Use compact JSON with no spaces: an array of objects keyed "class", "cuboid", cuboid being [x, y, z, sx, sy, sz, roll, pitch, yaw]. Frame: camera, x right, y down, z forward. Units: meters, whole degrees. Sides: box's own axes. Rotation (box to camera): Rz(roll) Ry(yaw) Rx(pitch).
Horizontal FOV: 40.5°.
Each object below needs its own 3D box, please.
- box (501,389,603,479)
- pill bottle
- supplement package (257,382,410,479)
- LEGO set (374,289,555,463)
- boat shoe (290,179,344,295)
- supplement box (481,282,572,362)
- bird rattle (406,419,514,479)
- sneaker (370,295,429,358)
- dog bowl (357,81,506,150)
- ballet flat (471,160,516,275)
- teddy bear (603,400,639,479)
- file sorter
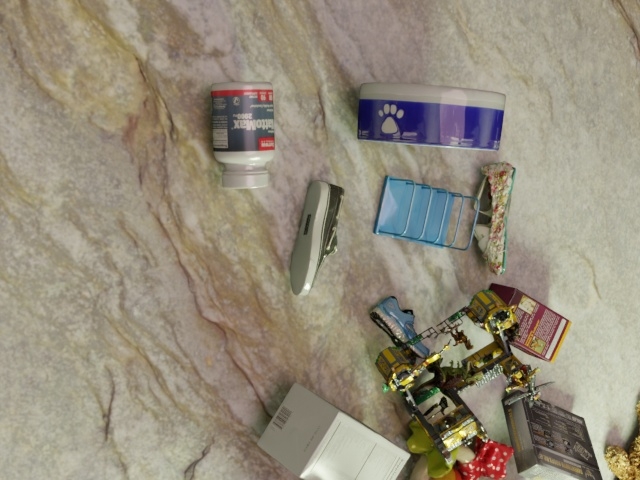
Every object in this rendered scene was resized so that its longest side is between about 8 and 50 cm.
[{"class":"box","cuboid":[0.508,0.446,1.894,0.231,0.056,0.183,25,41,-30]},{"class":"pill bottle","cuboid":[-0.133,-0.183,1.502,0.108,0.108,0.180,-6,100,-28]},{"class":"supplement package","cuboid":[0.028,0.389,1.613,0.244,0.134,0.139,40,79,-41]},{"class":"LEGO set","cuboid":[0.289,0.273,1.672,0.332,0.192,0.254,-25,129,-11]},{"class":"boat shoe","cuboid":[0.000,0.000,1.614,0.070,0.078,0.219,14,88,-28]},{"class":"supplement box","cuboid":[0.437,0.178,1.869,0.188,0.081,0.104,29,83,-28]},{"class":"bird rattle","cuboid":[0.272,0.479,1.823,0.254,0.143,0.206,26,95,-41]},{"class":"sneaker","cuboid":[0.174,0.175,1.739,0.073,0.063,0.162,-49,116,-18]},{"class":"dog bowl","cuboid":[0.200,-0.225,1.587,0.265,0.265,0.104,1,98,-28]},{"class":"ballet flat","cuboid":[0.356,-0.048,1.810,0.077,0.091,0.240,6,89,1]},{"class":"teddy bear","cuboid":[0.804,0.540,2.098,0.245,0.113,0.338,46,74,-23]},{"class":"file sorter","cuboid":[0.212,-0.050,1.707,0.170,0.104,0.118,12,91,-29]}]
